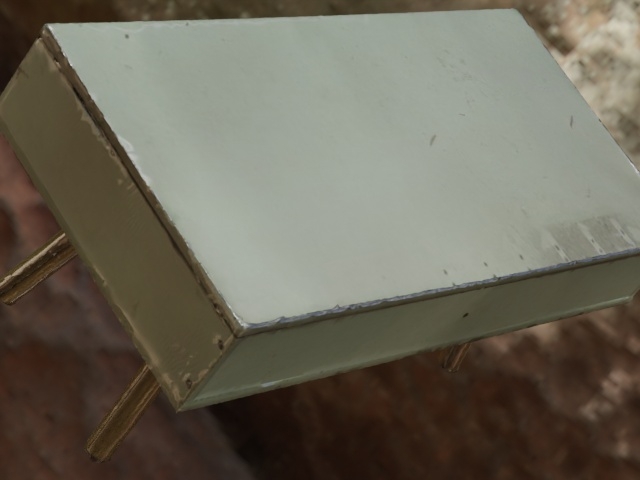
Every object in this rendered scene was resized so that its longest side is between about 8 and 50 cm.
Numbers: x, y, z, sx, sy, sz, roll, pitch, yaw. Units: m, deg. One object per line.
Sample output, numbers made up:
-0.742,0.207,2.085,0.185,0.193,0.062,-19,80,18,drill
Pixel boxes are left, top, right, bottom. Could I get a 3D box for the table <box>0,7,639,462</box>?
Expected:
0.000,0.000,0.646,0.111,0.240,0.121,-50,-117,36,table
